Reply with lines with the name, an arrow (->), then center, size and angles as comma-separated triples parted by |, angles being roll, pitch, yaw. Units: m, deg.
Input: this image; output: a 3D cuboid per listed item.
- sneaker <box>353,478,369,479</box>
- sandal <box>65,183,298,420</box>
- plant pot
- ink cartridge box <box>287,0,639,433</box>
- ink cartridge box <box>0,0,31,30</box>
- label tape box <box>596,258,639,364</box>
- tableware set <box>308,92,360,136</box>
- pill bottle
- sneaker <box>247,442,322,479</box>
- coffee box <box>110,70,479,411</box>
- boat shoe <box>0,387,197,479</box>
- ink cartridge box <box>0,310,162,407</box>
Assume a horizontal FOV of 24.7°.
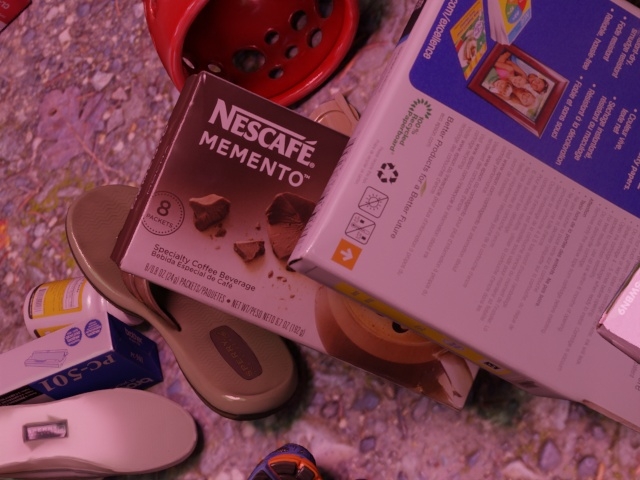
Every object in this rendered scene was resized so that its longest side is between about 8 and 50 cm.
sneaker -> 0.010, 0.276, 1.198 | 0.051, 0.089, 0.170 | 0, 73, 32
sandal -> -0.123, 0.038, 1.346 | 0.120, 0.086, 0.303 | -33, 57, -23
plant pot -> -0.082, -0.241, 1.381 | 0.191, 0.191, 0.174 | -40, 54, 14
ink cartridge box -> 0.177, -0.045, 1.122 | 0.303, 0.307, 0.072 | -64, 12, -14
ink cartridge box -> -0.436, -0.271, 1.687 | 0.175, 0.072, 0.127 | -41, 57, 13
label tape box -> 0.368, 0.127, 0.931 | 0.334, 0.241, 0.106 | 35, 93, 36
tableware set -> -0.022, -0.053, 1.379 | 0.169, 0.020, 0.141 | -25, 62, 22
pill bottle -> -0.229, 0.067, 1.439 | 0.116, 0.065, 0.065 | -9, 68, 30
sneaker -> -0.057, 0.267, 1.259 | 0.083, 0.087, 0.221 | 32, 108, -2
coffee box -> 0.000, 0.000, 1.177 | 0.168, 0.297, 0.119 | -66, 11, -2
boat shoe -> -0.225, 0.188, 1.379 | 0.228, 0.081, 0.079 | -3, 70, 4
ink cartridge box -> -0.266, 0.137, 1.400 | 0.207, 0.097, 0.046 | -22, 61, 14
